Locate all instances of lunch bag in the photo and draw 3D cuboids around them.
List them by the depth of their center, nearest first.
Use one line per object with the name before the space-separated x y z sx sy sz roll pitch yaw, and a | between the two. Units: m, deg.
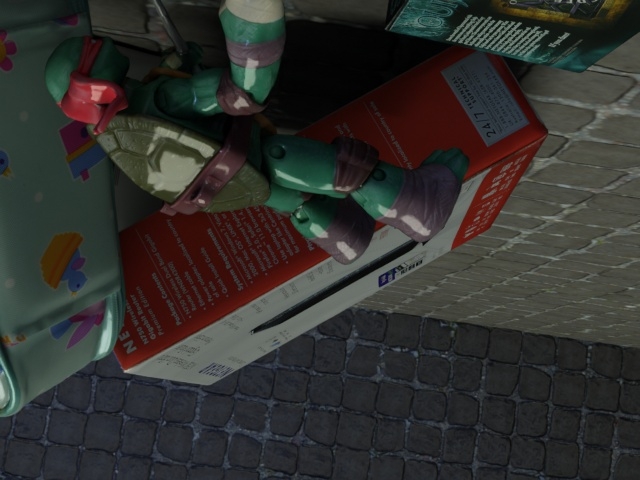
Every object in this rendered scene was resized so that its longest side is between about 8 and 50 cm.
lunch bag | -0.225 -0.056 0.582 0.224 0.279 0.108 12 -154 35

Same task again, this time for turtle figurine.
turtle figurine | -0.050 -0.065 0.524 0.234 0.118 0.175 29 173 -25

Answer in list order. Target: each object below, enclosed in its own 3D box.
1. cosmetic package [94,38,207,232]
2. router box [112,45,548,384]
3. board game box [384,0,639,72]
cosmetic package | -0.255 -0.061 0.914 0.197 0.155 0.365 11 171 -26
router box | 0.000 0.000 0.795 0.301 0.082 0.335 -29 171 -2
board game box | 0.115 -0.135 0.528 0.126 0.026 0.186 11 170 -9
